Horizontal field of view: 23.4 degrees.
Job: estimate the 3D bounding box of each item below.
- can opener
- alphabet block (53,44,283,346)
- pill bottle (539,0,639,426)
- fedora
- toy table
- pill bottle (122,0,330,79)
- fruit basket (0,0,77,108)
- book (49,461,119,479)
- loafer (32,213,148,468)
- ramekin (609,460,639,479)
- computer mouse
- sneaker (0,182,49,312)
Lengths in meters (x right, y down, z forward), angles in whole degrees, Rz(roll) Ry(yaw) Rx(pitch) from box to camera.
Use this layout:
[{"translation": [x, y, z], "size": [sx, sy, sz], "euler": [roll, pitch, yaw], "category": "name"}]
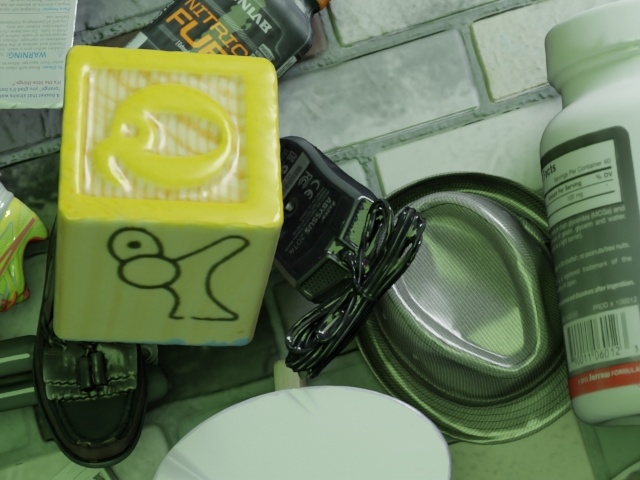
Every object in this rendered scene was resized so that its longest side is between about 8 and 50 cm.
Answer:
[{"translation": [-0.291, 0.133, 1.507], "size": [0.280, 0.093, 0.074], "euler": [-9, 110, -6], "category": "can opener"}, {"translation": [-0.141, -0.036, 1.381], "size": [0.192, 0.197, 0.193], "euler": [2, 55, -11], "category": "alphabet block"}, {"translation": [0.311, -0.023, 1.396], "size": [0.210, 0.210, 0.363], "euler": [-6, 78, 6], "category": "pill bottle"}, {"translation": [0.146, 0.056, 1.471], "size": [0.243, 0.124, 0.275], "euler": [-32, 80, 2], "category": "fedora"}, {"translation": [-0.011, 0.231, 1.447], "size": [0.274, 0.161, 0.252], "euler": [-1, 83, 7], "category": "toy table"}, {"translation": [-0.098, -0.195, 1.531], "size": [0.245, 0.130, 0.130], "euler": [-44, 80, -1], "category": "pill bottle"}, {"translation": [-0.388, -0.286, 1.542], "size": [0.327, 0.165, 0.353], "euler": [0, 75, 6], "category": "fruit basket"}, {"translation": [-0.222, 0.288, 1.512], "size": [0.096, 0.035, 0.144], "euler": [-40, 64, 1], "category": "book"}, {"translation": [-0.224, 0.066, 1.466], "size": [0.109, 0.095, 0.303], "euler": [-5, 53, -4], "category": "loafer"}, {"translation": [0.358, 0.323, 1.408], "size": [0.272, 0.127, 0.273], "euler": [-1, 83, 7], "category": "ramekin"}, {"translation": [0.000, 0.000, 1.477], "size": [0.188, 0.072, 0.272], "euler": [-52, 40, 11], "category": "computer mouse"}, {"translation": [-0.327, 0.049, 1.489], "size": [0.094, 0.081, 0.208], "euler": [34, 72, -27], "category": "sneaker"}]
